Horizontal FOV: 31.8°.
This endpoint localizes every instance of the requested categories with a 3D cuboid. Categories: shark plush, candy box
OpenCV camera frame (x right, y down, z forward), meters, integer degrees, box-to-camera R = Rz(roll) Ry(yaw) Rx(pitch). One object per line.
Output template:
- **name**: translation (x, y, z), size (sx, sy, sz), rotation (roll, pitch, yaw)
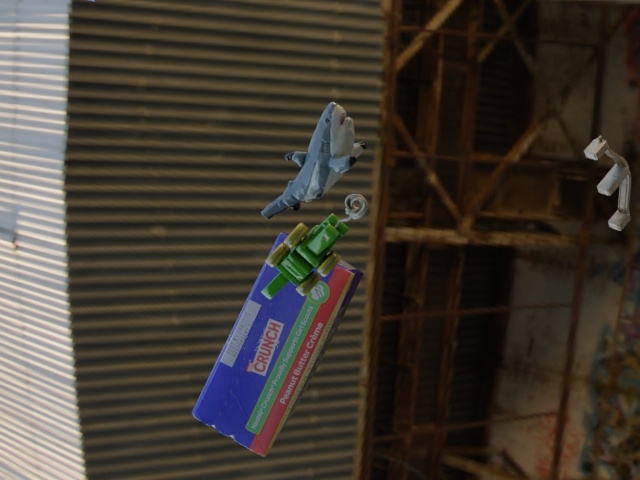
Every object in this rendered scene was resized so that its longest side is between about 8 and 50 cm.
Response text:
- **shark plush**: translation (-0.011, -0.088, 1.326), size (0.067, 0.161, 0.073), rotation (42, -145, -4)
- **candy box**: translation (-0.050, 0.135, 1.577), size (0.268, 0.122, 0.317), rotation (-63, -5, 1)

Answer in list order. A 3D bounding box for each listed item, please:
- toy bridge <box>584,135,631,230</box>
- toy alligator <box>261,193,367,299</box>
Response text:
- **toy bridge**: translation (0.482, -0.102, 1.847), size (0.063, 0.026, 0.188), rotation (-46, -48, -19)
- **toy alligator**: translation (0.000, 0.000, 1.159), size (0.056, 0.190, 0.051), rotation (42, -140, -4)
